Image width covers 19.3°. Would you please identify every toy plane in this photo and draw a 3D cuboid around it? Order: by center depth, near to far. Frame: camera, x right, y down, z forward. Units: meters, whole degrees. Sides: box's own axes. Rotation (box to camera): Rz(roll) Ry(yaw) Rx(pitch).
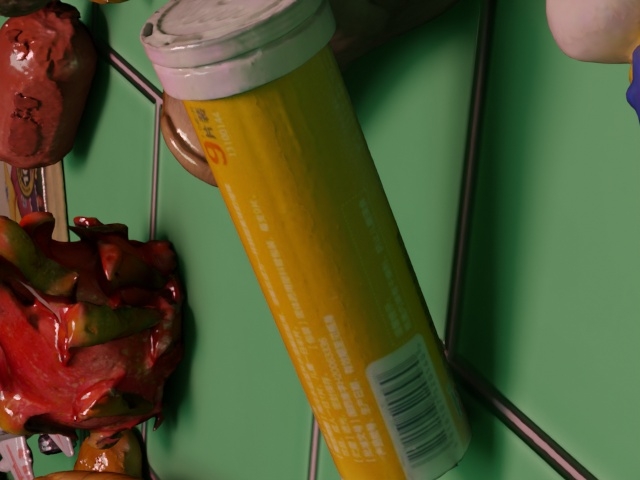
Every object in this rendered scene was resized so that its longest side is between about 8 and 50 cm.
[{"bbox_3d":[-0.211,0.122,1.319,0.171,0.066,0.162,154,107,-64],"label":"toy plane"}]

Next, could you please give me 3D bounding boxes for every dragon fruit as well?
[{"bbox_3d":[-0.154,0.045,1.134,0.150,0.208,0.133,-47,53,2],"label":"dragon fruit"}]

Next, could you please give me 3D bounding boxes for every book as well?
[{"bbox_3d":[-0.249,0.014,1.477,0.322,0.018,0.228,179,86,-66],"label":"book"}]

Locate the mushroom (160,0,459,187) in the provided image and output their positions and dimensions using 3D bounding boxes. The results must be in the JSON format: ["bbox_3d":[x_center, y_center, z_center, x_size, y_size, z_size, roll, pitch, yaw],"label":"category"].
[{"bbox_3d":[-0.008,-0.112,0.817,0.247,0.108,0.096,-46,20,56],"label":"mushroom"}]

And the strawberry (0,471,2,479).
[{"bbox_3d":[-0.309,0.217,1.564,0.106,0.106,0.106,174,90,-66],"label":"strawberry"}]

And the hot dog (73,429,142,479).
[{"bbox_3d":[-0.159,0.206,1.285,0.066,0.047,0.215,63,149,33],"label":"hot dog"}]

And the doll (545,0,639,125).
[{"bbox_3d":[0.133,-0.085,0.489,0.252,0.111,0.237,146,117,-73],"label":"doll"}]

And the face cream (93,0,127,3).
[{"bbox_3d":[-0.114,-0.221,1.080,0.072,0.051,0.182,57,146,39],"label":"face cream"}]

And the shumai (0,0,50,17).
[{"bbox_3d":[-0.198,-0.270,1.177,0.185,0.184,0.218,-39,39,21],"label":"shumai"}]

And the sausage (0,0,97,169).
[{"bbox_3d":[-0.188,-0.102,1.251,0.141,0.076,0.076,121,137,-54],"label":"sausage"}]

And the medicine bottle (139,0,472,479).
[{"bbox_3d":[0.000,0.000,0.761,0.074,0.074,0.218,33,148,60],"label":"medicine bottle"}]

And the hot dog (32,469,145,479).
[{"bbox_3d":[-0.105,0.192,1.117,0.249,0.076,0.102,5,92,61],"label":"hot dog"}]
